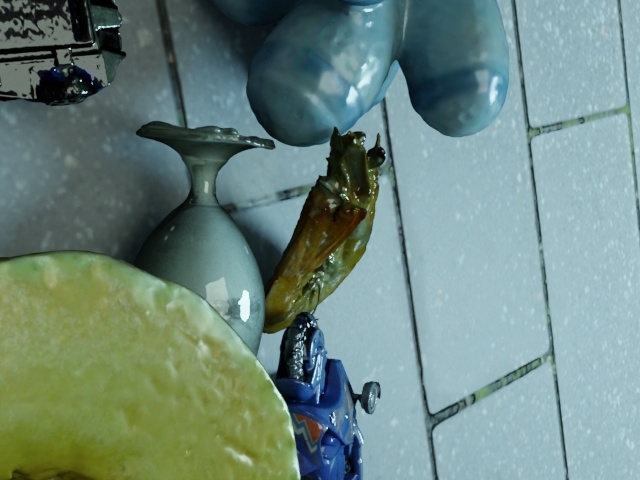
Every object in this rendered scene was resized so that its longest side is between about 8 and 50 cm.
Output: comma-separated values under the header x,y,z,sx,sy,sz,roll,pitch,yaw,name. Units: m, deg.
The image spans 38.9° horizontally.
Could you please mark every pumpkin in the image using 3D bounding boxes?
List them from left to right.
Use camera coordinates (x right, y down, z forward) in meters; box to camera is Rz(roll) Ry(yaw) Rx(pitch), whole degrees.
x,y,z,sx,sy,sz,roll,pitch,yaw,name
-0.193,0.157,0.488,0.332,0.199,0.332,-6,100,-37,pumpkin

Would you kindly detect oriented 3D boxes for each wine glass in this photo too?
x,y,z,sx,sy,sz,roll,pitch,yaw,name
-0.085,0.031,0.629,0.103,0.103,0.222,-2,98,-43,wine glass

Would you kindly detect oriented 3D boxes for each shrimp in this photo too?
x,y,z,sx,sy,sz,roll,pitch,yaw,name
0.001,0.001,0.667,0.051,0.217,0.115,33,52,9,shrimp

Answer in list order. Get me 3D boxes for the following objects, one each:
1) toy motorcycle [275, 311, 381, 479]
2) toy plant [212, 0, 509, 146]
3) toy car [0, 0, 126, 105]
x,y,z,sx,sy,sz,roll,pitch,yaw,name
-0.004,0.147,0.702,0.205,0.076,0.114,72,28,-48,toy motorcycle
0.054,-0.206,0.684,0.247,0.247,0.332,43,67,-35,toy plant
-0.223,-0.119,0.526,0.216,0.063,0.103,-12,95,-26,toy car
